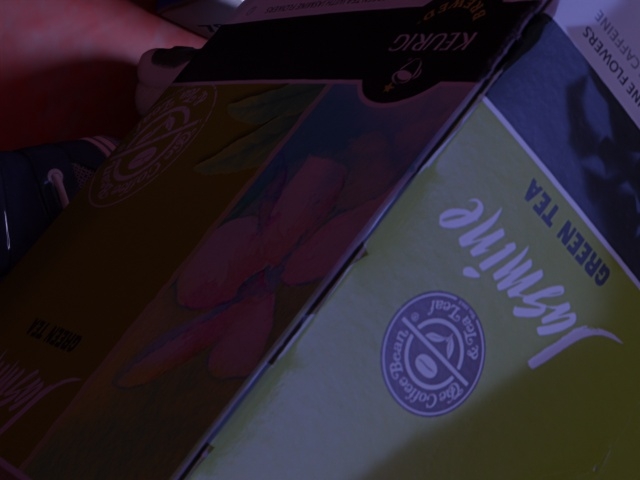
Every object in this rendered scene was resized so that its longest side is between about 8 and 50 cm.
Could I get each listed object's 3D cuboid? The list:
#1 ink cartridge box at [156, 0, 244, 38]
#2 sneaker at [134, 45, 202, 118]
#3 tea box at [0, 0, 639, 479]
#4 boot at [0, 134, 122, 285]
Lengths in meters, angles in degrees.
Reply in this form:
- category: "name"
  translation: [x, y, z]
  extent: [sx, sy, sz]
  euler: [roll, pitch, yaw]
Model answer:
- category: "ink cartridge box"
  translation: [0.007, -0.174, 0.740]
  extent: [0.332, 0.065, 0.165]
  euler: [18, 77, -54]
- category: "sneaker"
  translation: [0.000, 0.000, 0.713]
  extent: [0.292, 0.110, 0.118]
  euler: [40, 69, -47]
- category: "tea box"
  translation: [0.059, 0.087, 0.540]
  extent: [0.329, 0.220, 0.323]
  euler: [48, 70, -27]
- category: "boot"
  translation: [-0.118, 0.051, 0.591]
  extent: [0.086, 0.069, 0.190]
  euler: [-9, 94, -42]
